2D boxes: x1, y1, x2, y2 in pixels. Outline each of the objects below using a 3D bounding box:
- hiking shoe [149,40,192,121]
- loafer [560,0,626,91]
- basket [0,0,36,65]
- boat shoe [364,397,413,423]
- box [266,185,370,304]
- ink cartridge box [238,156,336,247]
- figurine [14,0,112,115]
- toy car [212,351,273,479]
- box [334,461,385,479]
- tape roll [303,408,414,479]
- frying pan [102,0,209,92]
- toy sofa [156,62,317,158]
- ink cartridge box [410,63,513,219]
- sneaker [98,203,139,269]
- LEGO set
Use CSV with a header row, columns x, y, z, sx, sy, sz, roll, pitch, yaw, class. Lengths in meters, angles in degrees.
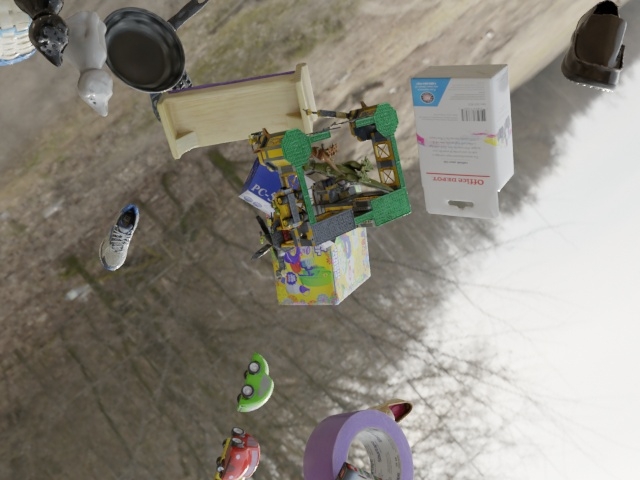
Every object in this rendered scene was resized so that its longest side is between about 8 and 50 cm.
x,y,z,sx,sy,sz,roll,pitch,yaw,class
-0.404,-0.434,1.958,0.113,0.132,0.304,-29,153,-26,hiking shoe
0.394,-0.286,1.095,0.220,0.080,0.078,-70,174,-50,loafer
-0.770,-0.491,1.748,0.255,0.201,0.289,-17,175,-28,basket
0.154,0.417,1.816,0.170,0.063,0.059,-22,-178,-41,boat shoe
0.000,0.000,2.106,0.177,0.289,0.279,-2,-168,23,box
-0.049,-0.078,1.500,0.046,0.207,0.097,-26,-143,57,ink cartridge box
-0.422,-0.332,1.279,0.092,0.209,0.215,-26,145,5,figurine
-0.116,0.290,1.227,0.239,0.053,0.224,119,-13,-62,toy car
0.042,0.465,1.198,0.207,0.114,0.036,-63,-174,1,box
0.067,0.389,1.314,0.080,0.189,0.189,-24,-170,46,tape roll
-0.373,-0.463,1.679,0.053,0.197,0.326,-23,-133,51,frying pan
-0.197,-0.325,1.854,0.363,0.150,0.177,-8,-147,8,toy sofa
0.180,-0.123,0.957,0.104,0.181,0.061,7,-150,32,ink cartridge box
-0.374,-0.011,1.426,0.058,0.052,0.135,143,-37,-61,sneaker
-0.008,-0.106,1.343,0.192,0.254,0.331,-3,-157,48,LEGO set
